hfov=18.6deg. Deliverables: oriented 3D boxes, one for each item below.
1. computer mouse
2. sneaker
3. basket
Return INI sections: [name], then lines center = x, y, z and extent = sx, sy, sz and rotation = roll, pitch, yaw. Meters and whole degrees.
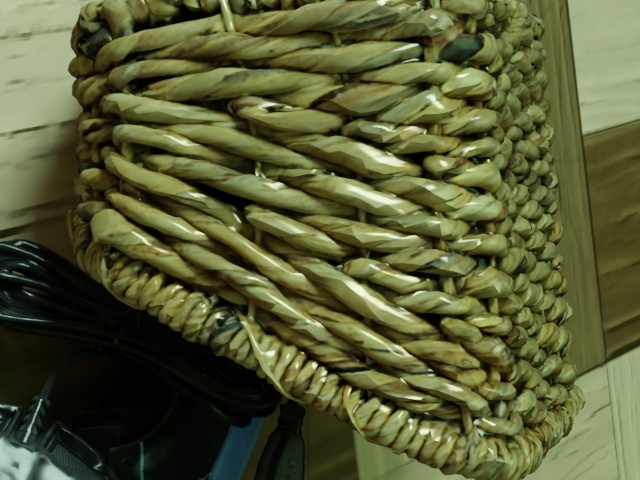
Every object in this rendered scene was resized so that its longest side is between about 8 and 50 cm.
[computer mouse]
center = -0.110, 0.137, 0.850
extent = 0.060, 0.184, 0.262
rotation = 116, -10, -59
[sneaker]
center = -0.093, 0.140, 0.927
extent = 0.090, 0.081, 0.232
rotation = 41, 49, -41
[basket]
center = 0.000, 0.000, 0.922
extent = 0.299, 0.213, 0.223
rotation = -10, 95, -78
